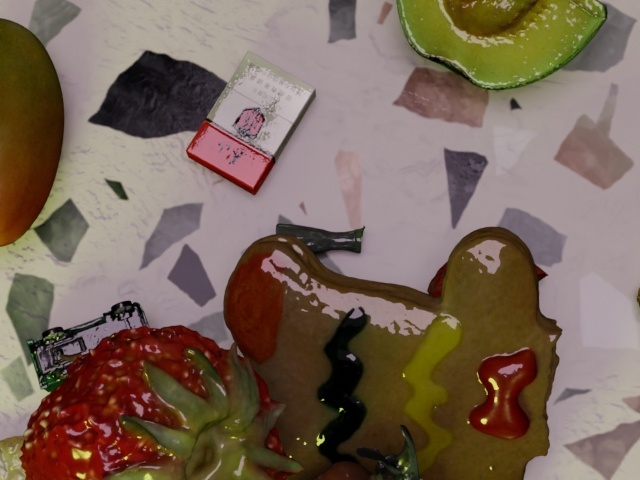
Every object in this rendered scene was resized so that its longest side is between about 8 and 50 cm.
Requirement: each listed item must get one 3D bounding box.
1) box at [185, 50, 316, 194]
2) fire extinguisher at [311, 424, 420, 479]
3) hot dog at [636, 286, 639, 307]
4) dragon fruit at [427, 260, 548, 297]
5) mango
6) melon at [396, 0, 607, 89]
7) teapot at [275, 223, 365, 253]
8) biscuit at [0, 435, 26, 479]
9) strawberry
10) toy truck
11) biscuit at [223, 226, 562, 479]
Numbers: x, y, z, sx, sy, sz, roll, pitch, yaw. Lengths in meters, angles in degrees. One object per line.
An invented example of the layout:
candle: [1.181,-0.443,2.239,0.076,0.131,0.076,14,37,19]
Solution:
box: [-0.086,-0.146,1.836,0.100,0.048,0.152,30,78,9]
fire extinguisher: [-0.008,0.357,1.677,0.376,0.200,0.113,-38,56,10]
hot dog: [0.454,0.066,1.783,0.144,0.038,0.062,-6,75,-2]
dragon fruit: [0.188,0.043,1.760,0.162,0.106,0.083,-24,78,-1]
mango: [-0.385,-0.127,1.797,0.146,0.129,0.289,10,74,13]
melon: [0.205,-0.284,1.828,0.265,0.129,0.169,31,103,4]
teapot: [0.000,0.000,1.807,0.110,0.043,0.043,0,78,-1]
biscuit: [-0.388,0.356,1.743,0.188,0.040,0.265,28,82,7]
strawberry: [-0.208,0.217,1.611,0.343,0.292,0.292,5,74,47]
toy truck: [-0.272,0.127,1.767,0.147,0.079,0.065,-20,77,-2]
biscuit: [0.075,0.154,1.689,0.394,0.076,0.368,8,103,3]
